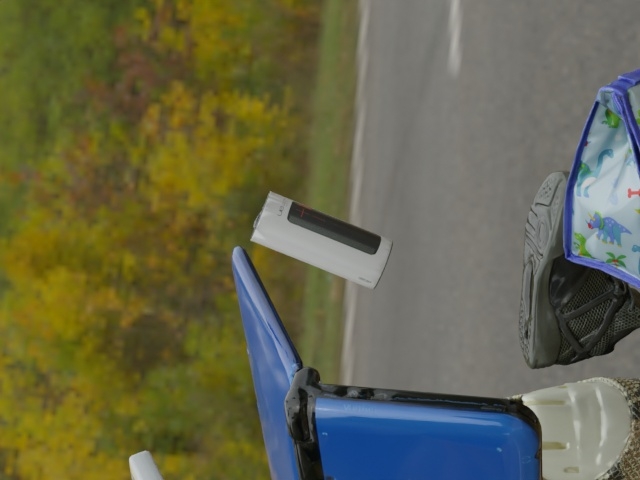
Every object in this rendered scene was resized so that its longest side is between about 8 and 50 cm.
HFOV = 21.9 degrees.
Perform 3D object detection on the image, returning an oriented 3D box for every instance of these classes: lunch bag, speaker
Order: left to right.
[{"bbox_3d":[0.000,0.000,1.652,0.055,0.136,0.055,-158,90,-87],"label":"speaker"},{"bbox_3d":[0.249,-0.060,1.199,0.096,0.129,0.151,22,126,42],"label":"lunch bag"}]

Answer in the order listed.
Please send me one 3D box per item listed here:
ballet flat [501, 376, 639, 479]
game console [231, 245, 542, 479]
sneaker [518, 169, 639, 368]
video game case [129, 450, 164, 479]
[{"bbox_3d":[0.227,0.239,1.890,0.483,0.182,0.164,-16,57,42],"label":"ballet flat"},{"bbox_3d":[0.051,0.164,1.257,0.173,0.250,0.293,-74,-17,-45],"label":"game console"},{"bbox_3d":[0.280,0.028,1.722,0.087,0.130,0.227,-110,17,-63],"label":"sneaker"},{"bbox_3d":[-0.129,0.351,1.615,0.206,0.026,0.227,88,157,-43],"label":"video game case"}]
